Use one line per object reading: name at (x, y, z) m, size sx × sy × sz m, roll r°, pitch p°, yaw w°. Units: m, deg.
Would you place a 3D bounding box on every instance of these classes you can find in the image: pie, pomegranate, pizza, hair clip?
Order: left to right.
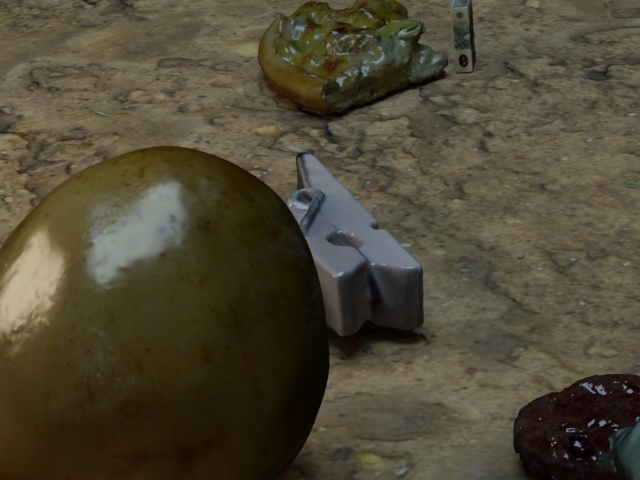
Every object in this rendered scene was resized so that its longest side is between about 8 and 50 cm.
pomegranate at (-0.123, 0.072, 1.385) m, size 0.307 × 0.307 × 0.307 m, roll -6°, pitch 23°, yaw 2°
hair clip at (0.000, 0.005, 1.776) m, size 0.101 × 0.085 × 0.331 m, roll -6°, pitch 22°, yaw -19°
pizza at (0.035, -0.243, 2.360) m, size 0.223 × 0.089 × 0.323 m, roll -13°, pitch 24°, yaw -6°
pie at (0.220, 0.146, 1.438) m, size 0.154 × 0.038 × 0.153 m, roll -4°, pitch 21°, yaw 1°

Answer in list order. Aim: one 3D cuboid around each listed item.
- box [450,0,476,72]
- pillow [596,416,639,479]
box at (0.176, -0.254, 2.338) m, size 0.024 × 0.083 × 0.054 m, roll -2°, pitch 23°, yaw 13°
pillow at (0.343, 0.188, 1.176) m, size 0.283 × 0.138 × 0.310 m, roll -2°, pitch 23°, yaw -12°
